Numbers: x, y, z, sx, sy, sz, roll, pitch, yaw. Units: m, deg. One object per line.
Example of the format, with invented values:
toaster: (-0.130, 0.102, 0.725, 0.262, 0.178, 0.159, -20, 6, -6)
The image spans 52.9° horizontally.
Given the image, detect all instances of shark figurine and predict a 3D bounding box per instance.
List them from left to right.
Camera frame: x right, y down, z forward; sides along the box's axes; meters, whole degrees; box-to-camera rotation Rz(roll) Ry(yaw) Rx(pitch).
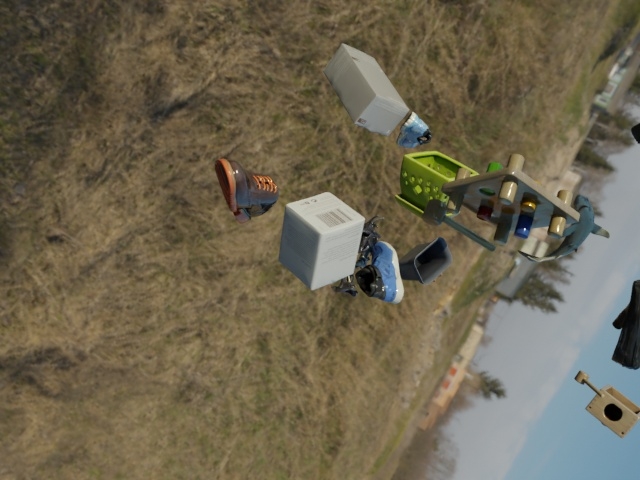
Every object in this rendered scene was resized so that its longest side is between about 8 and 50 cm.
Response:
shark figurine: (0.747, -0.019, 1.953, 0.278, 0.166, 0.116, -56, -163, 33)

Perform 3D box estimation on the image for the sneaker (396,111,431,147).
sneaker: (0.232, -0.252, 1.571, 0.063, 0.073, 0.162, -53, 171, -2)

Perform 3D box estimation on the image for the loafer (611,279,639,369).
loafer: (0.735, 0.198, 1.528, 0.076, 0.078, 0.223, -17, 112, -46)

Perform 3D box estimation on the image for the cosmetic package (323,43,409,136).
cosmetic package: (0.115, -0.390, 1.666, 0.127, 0.238, 0.107, 11, 128, -41)

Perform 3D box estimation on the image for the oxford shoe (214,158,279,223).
oxford shoe: (-0.134, -0.105, 1.206, 0.098, 0.097, 0.271, -19, 173, -3)

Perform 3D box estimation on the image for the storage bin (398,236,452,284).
storage bin: (0.272, 0.061, 1.711, 0.135, 0.098, 0.091, -36, -163, -33)

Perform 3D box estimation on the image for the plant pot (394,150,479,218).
plant pot: (0.435, -0.201, 2.472, 0.227, 0.228, 0.207, -13, 128, -45)

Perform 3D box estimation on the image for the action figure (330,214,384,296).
action figure: (0.105, 0.035, 2.083, 0.276, 0.141, 0.164, -69, 160, 2)

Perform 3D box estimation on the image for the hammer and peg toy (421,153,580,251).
hammer and peg toy: (0.454, -0.091, 1.676, 0.361, 0.266, 0.127, -11, -126, 60)

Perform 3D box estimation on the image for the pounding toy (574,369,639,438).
pounding toy: (0.837, 0.488, 1.919, 0.181, 0.206, 0.094, 8, 118, -56)

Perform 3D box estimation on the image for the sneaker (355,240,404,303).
sneaker: (0.109, 0.055, 1.282, 0.058, 0.084, 0.152, -52, -145, 40)

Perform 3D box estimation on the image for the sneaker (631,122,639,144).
sneaker: (0.890, -0.244, 1.589, 0.083, 0.222, 0.118, -52, -177, -25)

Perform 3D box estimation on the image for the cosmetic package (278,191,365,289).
cosmetic package: (0.000, 0.000, 1.672, 0.151, 0.151, 0.184, -18, 133, -37)
